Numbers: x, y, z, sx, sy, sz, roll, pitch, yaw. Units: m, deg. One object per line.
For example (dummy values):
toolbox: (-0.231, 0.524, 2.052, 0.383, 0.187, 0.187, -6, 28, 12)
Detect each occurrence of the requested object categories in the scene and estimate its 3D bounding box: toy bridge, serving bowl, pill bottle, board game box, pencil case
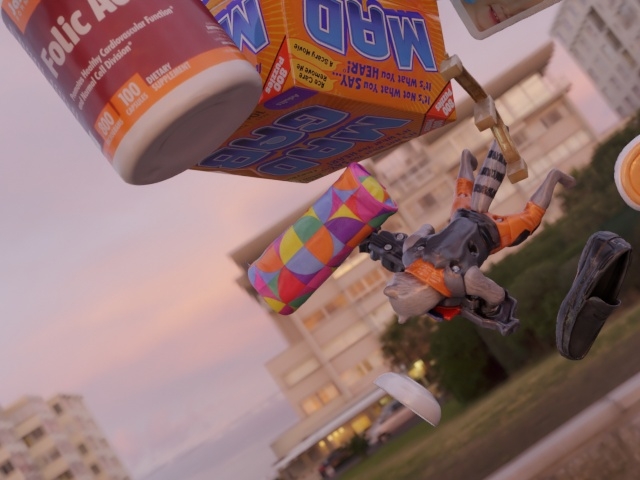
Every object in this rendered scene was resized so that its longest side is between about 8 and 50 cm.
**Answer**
toy bridge: (0.205, -0.160, 1.339, 0.026, 0.188, 0.063, -27, 26, 23)
serving bowl: (0.099, 0.167, 1.162, 0.027, 0.083, 0.083, -55, -8, -6)
pill bottle: (-0.274, -0.285, 1.389, 0.224, 0.392, 0.224, -37, -9, -7)
board game box: (-0.054, -0.323, 1.712, 0.356, 0.357, 0.356, 5, -18, -44)
pencil case: (0.000, 0.000, 1.490, 0.236, 0.104, 0.104, -44, -12, 20)

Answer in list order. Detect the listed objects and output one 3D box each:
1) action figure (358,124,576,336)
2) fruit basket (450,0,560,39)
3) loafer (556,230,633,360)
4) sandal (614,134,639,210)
action figure: (0.186, -0.020, 1.661, 0.330, 0.341, 0.179, -54, -29, -25)
fruit basket: (0.202, -0.379, 0.974, 0.353, 0.327, 0.165, -16, 24, 44)
loafer: (0.440, 0.096, 1.721, 0.076, 0.078, 0.223, 6, -72, -29)
sandal: (0.405, -0.105, 1.018, 0.265, 0.102, 0.076, -33, 9, -12)
